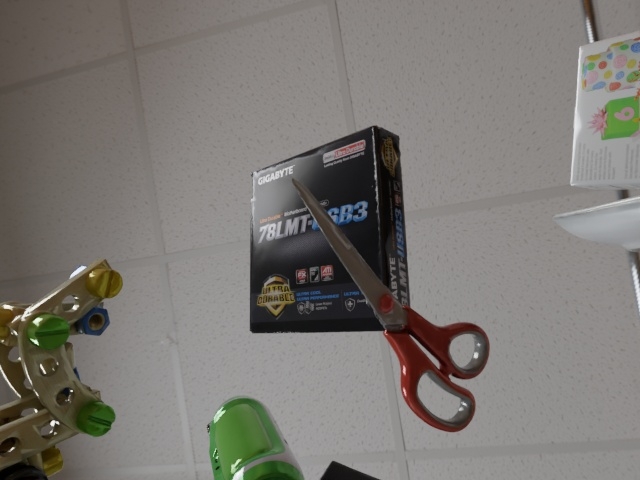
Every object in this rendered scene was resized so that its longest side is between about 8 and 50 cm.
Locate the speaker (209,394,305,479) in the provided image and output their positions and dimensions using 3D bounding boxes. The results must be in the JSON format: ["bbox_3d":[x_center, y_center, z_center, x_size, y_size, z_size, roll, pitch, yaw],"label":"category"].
[{"bbox_3d":[-0.116,0.370,0.804,0.131,0.296,0.131,-1,-86,-18],"label":"speaker"}]

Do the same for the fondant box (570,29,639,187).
[{"bbox_3d":[0.564,-0.201,0.702,0.330,0.096,0.239,6,-86,52],"label":"fondant box"}]

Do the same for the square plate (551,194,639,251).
[{"bbox_3d":[0.469,-0.016,0.419,0.343,0.347,0.049,4,-95,-13],"label":"square plate"}]

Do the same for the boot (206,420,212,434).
[{"bbox_3d":[-0.240,0.475,1.115,0.076,0.198,0.137,-32,-118,-19],"label":"boot"}]

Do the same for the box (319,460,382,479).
[{"bbox_3d":[0.104,0.424,0.585,0.261,0.103,0.185,11,-75,22],"label":"box"}]

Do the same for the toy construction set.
[{"bbox_3d":[-0.324,0.143,0.391,0.151,0.327,0.215,8,-77,50],"label":"toy construction set"}]

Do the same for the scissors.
[{"bbox_3d":[0.060,0.074,0.409,0.297,0.021,0.109,38,-106,-30],"label":"scissors"}]

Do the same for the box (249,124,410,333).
[{"bbox_3d":[0.000,0.000,0.765,0.295,0.073,0.294,-10,-102,42],"label":"box"}]
